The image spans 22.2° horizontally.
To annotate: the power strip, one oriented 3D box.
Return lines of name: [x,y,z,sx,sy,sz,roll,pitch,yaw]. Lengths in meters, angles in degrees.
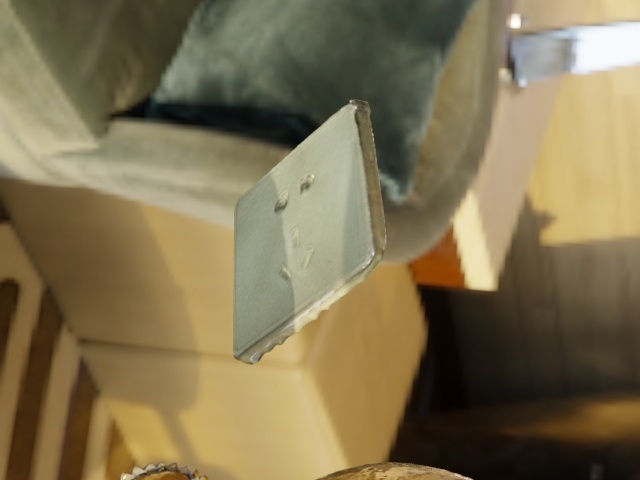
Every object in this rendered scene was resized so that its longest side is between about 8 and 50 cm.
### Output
power strip: [0.000,0.000,1.519,0.064,0.198,0.213,28,42,-33]

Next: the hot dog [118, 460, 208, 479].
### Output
hot dog: [-0.140,0.286,1.150,0.144,0.075,0.268,29,69,-38]

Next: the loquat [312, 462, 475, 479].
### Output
loquat: [0.061,0.343,1.352,0.328,0.328,0.328,5,90,-69]
